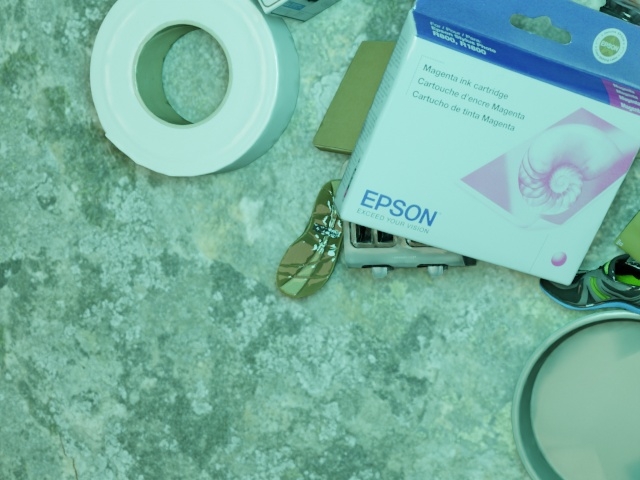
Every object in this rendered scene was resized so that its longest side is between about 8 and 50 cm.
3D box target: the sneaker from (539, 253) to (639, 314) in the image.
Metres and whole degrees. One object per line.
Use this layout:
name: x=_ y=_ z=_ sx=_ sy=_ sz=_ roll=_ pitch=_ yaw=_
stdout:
sneaker: x=0.371 y=0.049 z=1.549 sx=0.188 sy=0.067 sz=0.078 roll=4 pitch=127 yaw=38

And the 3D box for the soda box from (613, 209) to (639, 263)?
soda box: x=0.444 y=-0.050 z=1.506 sx=0.058 sy=0.061 sz=0.181 roll=40 pitch=133 yaw=10

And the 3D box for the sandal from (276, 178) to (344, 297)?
sandal: x=0.000 y=0.000 z=1.696 sx=0.072 sy=0.049 sz=0.180 roll=24 pitch=87 yaw=8

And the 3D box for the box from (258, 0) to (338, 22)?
box: x=0.053 y=-0.399 z=1.575 sx=0.290 sy=0.169 sz=0.087 roll=-29 pitch=87 yaw=17

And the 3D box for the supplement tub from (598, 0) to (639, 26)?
supplement tub: x=0.420 y=-0.343 z=1.502 sx=0.106 sy=0.106 sz=0.197 roll=31 pitch=104 yaw=12

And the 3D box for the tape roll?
tape roll: x=-0.177 y=-0.230 z=1.697 sx=0.286 sy=0.100 sz=0.286 roll=2 pitch=96 yaw=16

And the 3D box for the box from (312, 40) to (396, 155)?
box: x=0.079 y=-0.185 z=1.575 sx=0.021 sy=0.201 sz=0.164 roll=29 pitch=83 yaw=-31

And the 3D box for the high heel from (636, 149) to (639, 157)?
high heel: x=0.438 y=-0.176 z=1.544 sx=0.244 sy=0.082 sz=0.117 roll=-4 pitch=59 yaw=32

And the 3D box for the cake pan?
cake pan: x=0.401 y=0.233 z=1.590 sx=0.293 sy=0.054 sz=0.293 roll=2 pitch=96 yaw=17

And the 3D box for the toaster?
toaster: x=0.121 y=-0.045 z=1.619 sx=0.168 sy=0.110 sz=0.185 roll=-1 pitch=95 yaw=16

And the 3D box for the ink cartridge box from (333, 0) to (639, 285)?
ink cartridge box: x=0.222 y=-0.134 z=1.451 sx=0.324 sy=0.071 sz=0.330 roll=16 pitch=112 yaw=-16
